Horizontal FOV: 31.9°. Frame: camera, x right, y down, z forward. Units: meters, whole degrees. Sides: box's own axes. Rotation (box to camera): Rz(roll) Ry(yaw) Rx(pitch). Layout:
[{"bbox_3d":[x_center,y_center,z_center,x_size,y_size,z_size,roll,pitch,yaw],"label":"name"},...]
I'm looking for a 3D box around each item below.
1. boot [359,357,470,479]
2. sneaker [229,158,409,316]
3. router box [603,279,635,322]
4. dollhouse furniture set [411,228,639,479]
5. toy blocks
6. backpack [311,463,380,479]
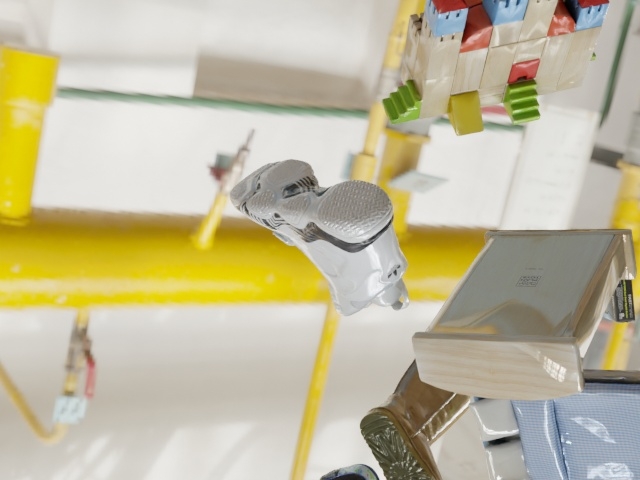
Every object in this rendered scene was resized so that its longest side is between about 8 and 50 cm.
[{"bbox_3d":[0.189,0.318,1.836,0.089,0.236,0.269,-20,-174,32],"label":"boot"},{"bbox_3d":[0.000,0.000,1.794,0.137,0.210,0.366,-39,-147,-25],"label":"sneaker"},{"bbox_3d":[0.551,0.088,2.093,0.038,0.122,0.092,-7,-176,-5],"label":"router box"},{"bbox_3d":[0.251,0.166,0.985,0.286,0.303,0.198,0,-152,30],"label":"dollhouse furniture set"},{"bbox_3d":[0.288,-0.333,1.745,0.381,0.261,0.190,-12,-122,-11],"label":"toy blocks"},{"bbox_3d":[0.058,0.462,2.049,0.114,0.105,0.084,-24,-179,25],"label":"backpack"}]
